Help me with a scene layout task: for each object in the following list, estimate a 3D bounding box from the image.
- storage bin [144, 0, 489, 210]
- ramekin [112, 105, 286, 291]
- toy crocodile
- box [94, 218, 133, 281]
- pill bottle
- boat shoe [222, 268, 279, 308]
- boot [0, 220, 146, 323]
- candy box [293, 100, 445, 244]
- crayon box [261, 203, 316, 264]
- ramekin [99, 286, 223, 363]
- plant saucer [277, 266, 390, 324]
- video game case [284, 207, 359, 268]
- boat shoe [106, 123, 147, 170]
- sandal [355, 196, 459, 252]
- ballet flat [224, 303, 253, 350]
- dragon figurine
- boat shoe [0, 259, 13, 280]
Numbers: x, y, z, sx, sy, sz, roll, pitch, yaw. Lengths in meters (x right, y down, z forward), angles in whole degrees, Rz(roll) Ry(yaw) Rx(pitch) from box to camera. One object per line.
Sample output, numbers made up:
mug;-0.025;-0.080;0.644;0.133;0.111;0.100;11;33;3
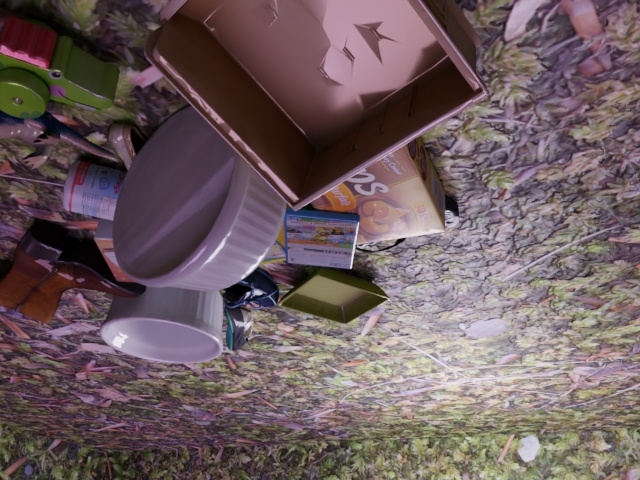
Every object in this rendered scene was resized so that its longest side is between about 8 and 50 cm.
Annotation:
storage bin;-0.006;-0.210;0.643;0.262;0.123;0.260;-29;118;34
ramekin;-0.169;-0.050;0.875;0.273;0.272;0.127;-19;148;34
toy crocodile;-0.414;-0.243;0.723;0.341;0.115;0.105;18;146;-22
box;-0.339;0.007;1.162;0.130;0.091;0.170;4;149;0
pill bottle;-0.344;-0.076;1.026;0.160;0.087;0.087;12;148;-15
boat shoe;-0.185;0.098;1.298;0.109;0.089;0.258;-17;144;32
boot;-0.544;0.111;1.291;0.264;0.096;0.280;24;129;-29
candy box;0.063;-0.111;0.915;0.183;0.087;0.316;-10;146;22
crayon box;-0.121;-0.030;1.080;0.279;0.081;0.165;-11;146;24
ramekin;-0.358;0.178;1.412;0.277;0.135;0.277;3;149;2
plant saucer;0.027;0.118;1.350;0.188;0.045;0.188;19;146;-24
video game case;0.000;0.000;1.016;0.119;0.015;0.166;6;151;1
boat shoe;-0.284;-0.132;0.959;0.045;0.050;0.135;-2;149;21
sandal;0.123;-0.020;1.094;0.255;0.054;0.097;-15;144;29
ballet flat;-0.205;0.212;1.527;0.074;0.074;0.203;6;143;-3
dragon figurine;-0.427;-0.185;0.851;0.289;0.144;0.085;0;154;-33
boat shoe;-0.694;0.093;1.377;0.178;0.064;0.060;17;145;-26
